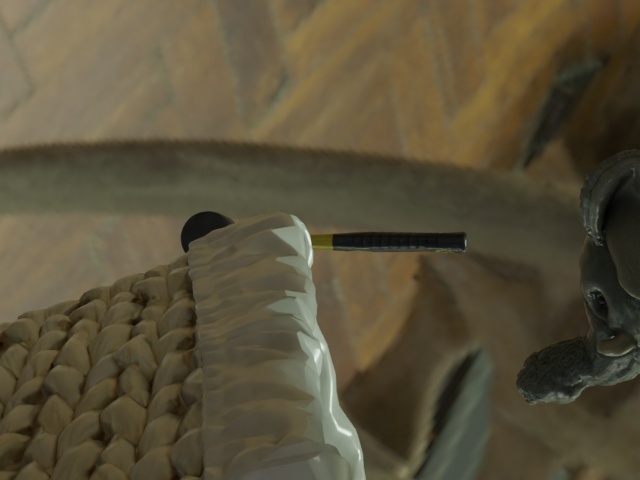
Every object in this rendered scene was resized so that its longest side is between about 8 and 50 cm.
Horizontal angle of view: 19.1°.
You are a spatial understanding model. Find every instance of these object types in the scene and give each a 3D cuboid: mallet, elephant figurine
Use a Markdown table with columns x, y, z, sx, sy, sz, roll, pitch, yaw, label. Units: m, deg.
| x | y | z | sx | sy | sz | roll | pitch | yaw | label |
| --- | --- | --- | --- | --- | --- | --- | --- | --- | --- |
| 0.000 | 0.000 | 1.250 | 0.062 | 0.189 | 0.039 | 28 | 62 | -74 | mallet |
| 0.230 | 0.006 | 1.176 | 0.169 | 0.239 | 0.186 | 51 | 56 | -48 | elephant figurine |

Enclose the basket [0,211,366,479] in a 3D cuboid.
| x | y | z | sx | sy | sz | roll | pitch | yaw | label |
| --- | --- | --- | --- | --- | --- | --- | --- | --- | --- |
| -0.083 | 0.199 | 0.608 | 0.331 | 0.266 | 0.328 | -100 | 174 | -79 | basket |
